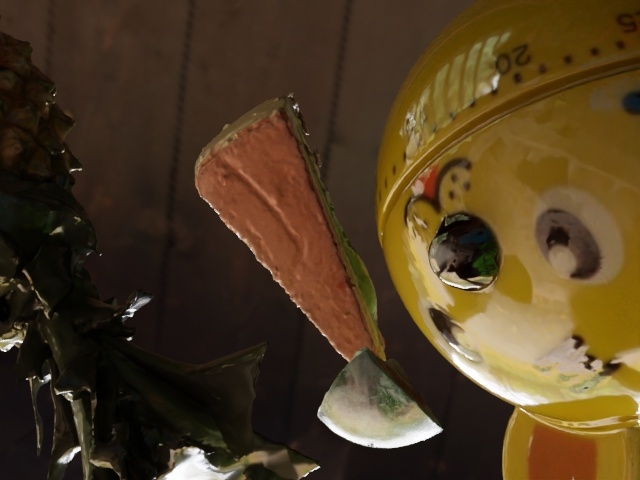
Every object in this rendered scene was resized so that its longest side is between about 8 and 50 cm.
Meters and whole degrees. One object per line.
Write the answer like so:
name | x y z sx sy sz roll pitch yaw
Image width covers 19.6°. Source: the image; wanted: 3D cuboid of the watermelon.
watermelon | 0.037 0.091 1.177 0.085 0.061 0.085 9 -49 10

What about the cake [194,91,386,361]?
cake | -0.020 0.008 1.404 0.090 0.109 0.225 -23 -81 5

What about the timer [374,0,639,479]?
timer | 0.214 0.001 1.317 0.376 0.376 0.387 -37 -127 41

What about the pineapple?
pineapple | -0.112 0.011 0.755 0.277 0.119 0.130 51 -58 32
